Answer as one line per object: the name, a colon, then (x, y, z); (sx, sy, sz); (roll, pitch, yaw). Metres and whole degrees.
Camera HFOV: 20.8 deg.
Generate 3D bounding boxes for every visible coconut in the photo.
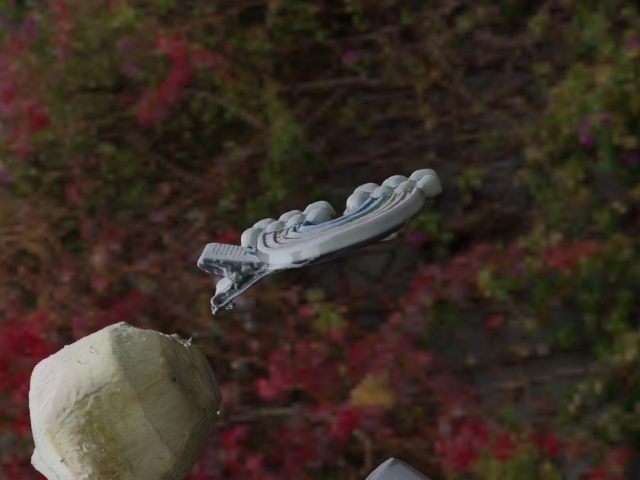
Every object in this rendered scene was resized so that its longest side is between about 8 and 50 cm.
coconut: (-0.202, 0.175, 1.716); (0.194, 0.194, 0.194); (-5, -90, -66)

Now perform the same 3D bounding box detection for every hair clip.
hair clip: (0.000, 0.000, 1.507); (0.140, 0.220, 0.054); (-66, -44, -73)

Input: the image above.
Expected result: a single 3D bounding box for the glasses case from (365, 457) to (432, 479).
glasses case: (0.064, 0.163, 0.726); (0.042, 0.072, 0.190); (-52, -34, -23)
